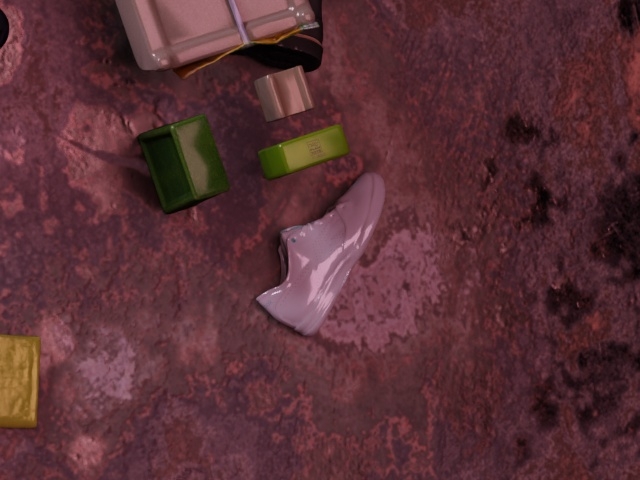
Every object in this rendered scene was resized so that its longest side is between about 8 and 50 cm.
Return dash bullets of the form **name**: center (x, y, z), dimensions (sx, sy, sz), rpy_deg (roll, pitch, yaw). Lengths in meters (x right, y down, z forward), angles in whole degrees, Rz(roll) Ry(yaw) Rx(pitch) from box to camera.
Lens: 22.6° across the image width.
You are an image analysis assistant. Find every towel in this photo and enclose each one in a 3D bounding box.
- **towel**: center (-0.411, 0.145, 1.672), dimensions (0.237, 0.021, 0.102), rpy_deg (4, 89, -26)

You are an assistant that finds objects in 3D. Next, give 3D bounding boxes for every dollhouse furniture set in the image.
- **dollhouse furniture set**: center (-0.113, -0.204, 1.759), dimensions (0.197, 0.151, 0.302), rpy_deg (-20, 94, -18)

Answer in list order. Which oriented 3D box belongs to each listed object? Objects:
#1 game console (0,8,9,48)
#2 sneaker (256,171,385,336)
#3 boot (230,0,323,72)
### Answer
- **game console**: center (-0.464, -0.131, 1.660), dimensions (0.213, 0.044, 0.361), rpy_deg (49, 68, -15)
- **sneaker**: center (0.000, 0.000, 1.854), dimensions (0.094, 0.080, 0.212), rpy_deg (30, 74, -8)
- **boot**: center (-0.085, -0.286, 1.849), dimensions (0.197, 0.077, 0.137), rpy_deg (18, 66, -26)
